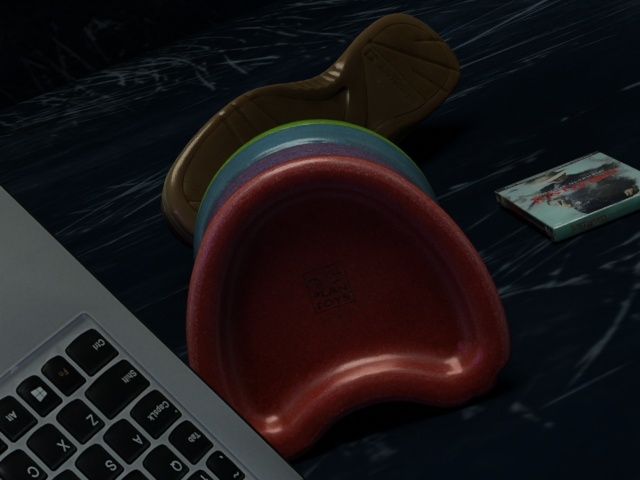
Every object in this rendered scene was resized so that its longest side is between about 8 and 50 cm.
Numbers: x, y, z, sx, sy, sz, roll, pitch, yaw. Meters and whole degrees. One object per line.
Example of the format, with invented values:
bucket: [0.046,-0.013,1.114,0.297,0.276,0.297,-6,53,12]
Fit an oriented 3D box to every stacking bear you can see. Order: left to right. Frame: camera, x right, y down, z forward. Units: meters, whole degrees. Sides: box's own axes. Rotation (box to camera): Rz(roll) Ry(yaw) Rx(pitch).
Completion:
stacking bear: [0.000,0.000,0.992,0.175,0.164,0.289,-18,13,2]

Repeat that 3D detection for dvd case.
dvd case: [0.183,-0.033,1.117,0.087,0.013,0.119,-21,17,-7]

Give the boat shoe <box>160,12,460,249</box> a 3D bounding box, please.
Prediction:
boat shoe: [-0.017,-0.073,1.320,0.342,0.123,0.123,-42,-1,-41]

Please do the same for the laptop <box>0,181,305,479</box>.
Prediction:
laptop: [-0.076,0.112,0.609,0.236,0.408,0.382,-48,-4,38]
